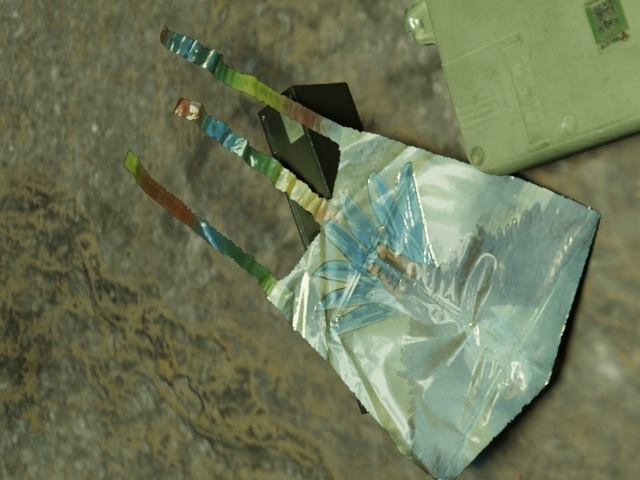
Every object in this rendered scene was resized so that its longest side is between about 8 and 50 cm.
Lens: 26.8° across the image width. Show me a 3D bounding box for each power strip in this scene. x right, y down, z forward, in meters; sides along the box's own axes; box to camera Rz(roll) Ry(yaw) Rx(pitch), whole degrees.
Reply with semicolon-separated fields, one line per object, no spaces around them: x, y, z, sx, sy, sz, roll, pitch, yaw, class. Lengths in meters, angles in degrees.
0.148;-0.112;0.607;0.270;0.046;0.118;-18;86;49;power strip

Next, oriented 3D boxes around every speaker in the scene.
0.019;0.002;0.784;0.040;0.046;0.191;-31;74;47;speaker

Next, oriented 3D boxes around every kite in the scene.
-0.001;0.000;0.757;0.310;0.015;0.169;30;107;29;kite
